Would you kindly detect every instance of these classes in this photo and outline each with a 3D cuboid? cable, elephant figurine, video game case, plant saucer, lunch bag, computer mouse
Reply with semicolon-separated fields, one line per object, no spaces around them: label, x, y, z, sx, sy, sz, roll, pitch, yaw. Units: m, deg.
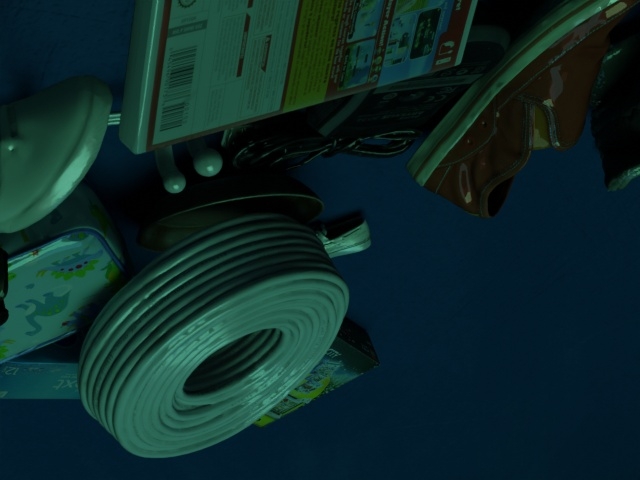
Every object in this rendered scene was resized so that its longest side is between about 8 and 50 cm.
cable;-0.095;0.087;1.414;0.257;0.089;0.257;-37;155;3
elephant figurine;0.309;-0.113;1.453;0.239;0.169;0.186;-24;126;37
video game case;0.004;-0.174;1.026;0.285;0.025;0.204;-19;137;-35
plant saucer;-0.081;-0.025;1.400;0.168;0.029;0.168;-11;166;-3
lunch bag;-0.273;0.034;1.344;0.219;0.090;0.176;-23;150;1
computer mouse;0.047;-0.138;1.293;0.188;0.072;0.272;-6;164;-32

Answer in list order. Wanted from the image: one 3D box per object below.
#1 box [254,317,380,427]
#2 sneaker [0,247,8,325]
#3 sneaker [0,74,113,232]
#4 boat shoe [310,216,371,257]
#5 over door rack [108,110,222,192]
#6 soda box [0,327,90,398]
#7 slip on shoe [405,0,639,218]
box;-0.056;0.121;1.688;0.159;0.044;0.233;-30;150;14
sneaker;-0.314;0.021;1.153;0.130;0.087;0.227;-33;140;22
sneaker;-0.230;-0.048;1.020;0.212;0.080;0.094;-33;130;21
boat shoe;0.000;0.000;1.541;0.100;0.035;0.035;-15;123;-6
over door rack;-0.183;-0.102;1.101;0.239;0.108;0.324;-7;157;-19
soda box;-0.229;0.106;1.513;0.210;0.071;0.067;6;141;-41
slip on shoe;0.190;-0.130;1.335;0.123;0.101;0.331;-49;178;-43
